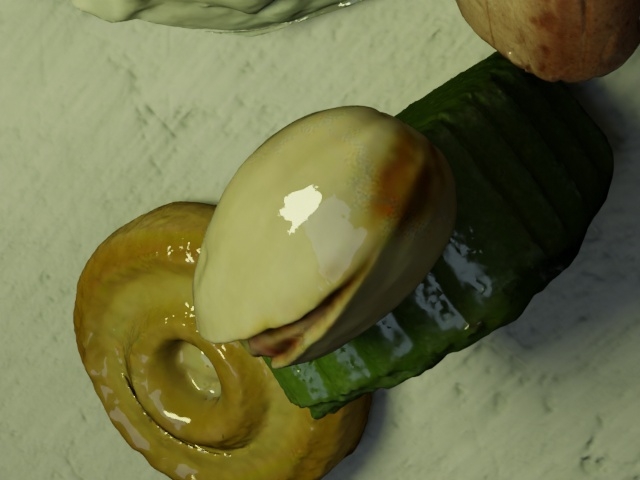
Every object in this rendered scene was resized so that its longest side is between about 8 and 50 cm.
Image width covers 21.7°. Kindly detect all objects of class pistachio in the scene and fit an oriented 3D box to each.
[{"bbox_3d":[0.000,0.000,1.038,0.144,0.144,0.215,42,128,4],"label":"pistachio"}]

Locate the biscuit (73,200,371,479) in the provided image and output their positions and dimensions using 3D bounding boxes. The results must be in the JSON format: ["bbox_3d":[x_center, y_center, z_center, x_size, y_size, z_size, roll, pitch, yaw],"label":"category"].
[{"bbox_3d":[-0.095,0.108,1.493,0.296,0.102,0.296,15,124,23],"label":"biscuit"}]

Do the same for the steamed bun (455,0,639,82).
[{"bbox_3d":[0.157,-0.201,1.143,0.175,0.106,0.145,-124,22,-46],"label":"steamed bun"}]

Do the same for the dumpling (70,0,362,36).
[{"bbox_3d":[-0.043,-0.252,1.220,0.341,0.181,0.260,-38,128,0],"label":"dumpling"}]

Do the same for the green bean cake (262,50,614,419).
[{"bbox_3d":[0.075,-0.010,1.232,0.247,0.250,0.156,-32,96,37],"label":"green bean cake"}]
